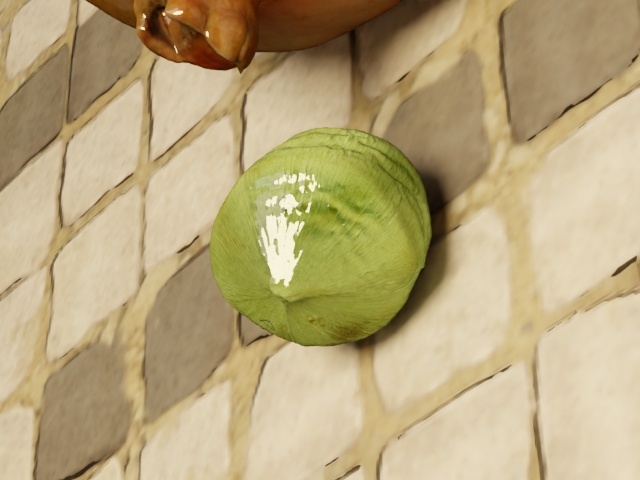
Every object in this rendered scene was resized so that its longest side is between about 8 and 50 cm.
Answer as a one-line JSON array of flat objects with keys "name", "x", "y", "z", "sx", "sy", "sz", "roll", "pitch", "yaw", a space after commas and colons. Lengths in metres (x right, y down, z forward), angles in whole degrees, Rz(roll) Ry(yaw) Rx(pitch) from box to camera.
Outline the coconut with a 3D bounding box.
[{"name": "coconut", "x": 0.000, "y": 0.000, "z": 0.725, "sx": 0.088, "sy": 0.088, "sz": 0.096, "roll": -39, "pitch": 10, "yaw": 35}]

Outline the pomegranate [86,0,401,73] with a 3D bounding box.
[{"name": "pomegranate", "x": -0.035, "y": -0.189, "z": 0.779, "sx": 0.252, "sy": 0.229, "sz": 0.270, "roll": -19, "pitch": 58, "yaw": 51}]
